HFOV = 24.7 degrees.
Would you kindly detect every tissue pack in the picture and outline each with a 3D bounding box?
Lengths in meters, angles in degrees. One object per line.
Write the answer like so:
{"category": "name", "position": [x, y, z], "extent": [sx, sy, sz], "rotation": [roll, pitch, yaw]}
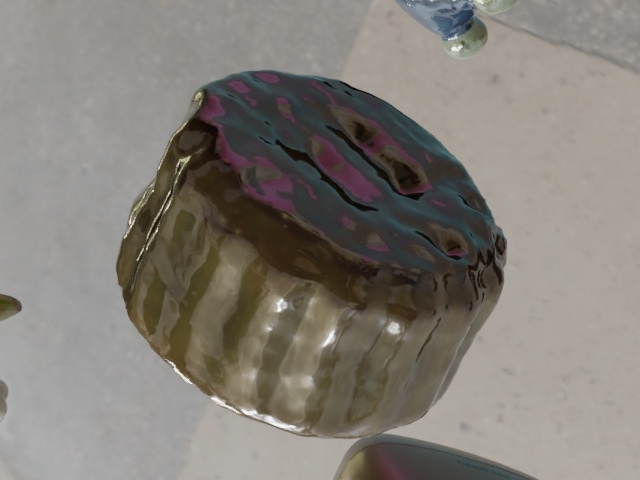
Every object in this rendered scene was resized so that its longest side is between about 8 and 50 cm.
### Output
{"category": "tissue pack", "position": [0.184, 0.443, 2.146], "extent": [0.277, 0.387, 0.267], "rotation": [-124, 54, -72]}

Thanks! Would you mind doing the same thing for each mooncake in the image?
{"category": "mooncake", "position": [0.000, 0.000, 1.100], "extent": [0.290, 0.290, 0.161], "rotation": [57, 133, 39]}

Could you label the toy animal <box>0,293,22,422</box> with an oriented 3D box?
{"category": "toy animal", "position": [-0.456, 0.076, 1.440], "extent": [0.363, 0.180, 0.181], "rotation": [-1, 51, 32]}

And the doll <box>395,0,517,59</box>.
{"category": "doll", "position": [0.161, -0.352, 1.596], "extent": [0.228, 0.154, 0.258], "rotation": [113, 177, -74]}
